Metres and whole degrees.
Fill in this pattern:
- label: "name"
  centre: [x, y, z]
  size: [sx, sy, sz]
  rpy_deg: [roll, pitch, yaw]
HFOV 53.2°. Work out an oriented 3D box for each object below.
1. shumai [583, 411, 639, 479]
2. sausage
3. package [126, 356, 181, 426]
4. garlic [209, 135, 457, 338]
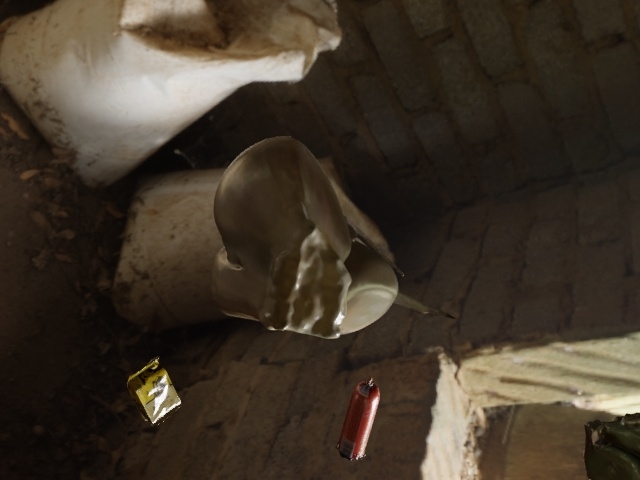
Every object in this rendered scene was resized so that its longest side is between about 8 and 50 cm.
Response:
- label: "shumai"
  centre: [0.503, 0.299, 0.864]
  size: [0.310, 0.263, 0.303]
  rpy_deg: [6, 108, -34]
- label: "sausage"
  centre: [0.059, 0.260, 0.952]
  size: [0.050, 0.048, 0.145]
  rpy_deg: [-55, 159, -62]
- label: "package"
  centre: [-0.317, 0.278, 1.195]
  size: [0.071, 0.047, 0.131]
  rpy_deg: [-38, 126, -33]
- label: "garlic"
  centre: [0.000, 0.000, 0.793]
  size: [0.340, 0.246, 0.231]
  rpy_deg: [8, 86, -55]
